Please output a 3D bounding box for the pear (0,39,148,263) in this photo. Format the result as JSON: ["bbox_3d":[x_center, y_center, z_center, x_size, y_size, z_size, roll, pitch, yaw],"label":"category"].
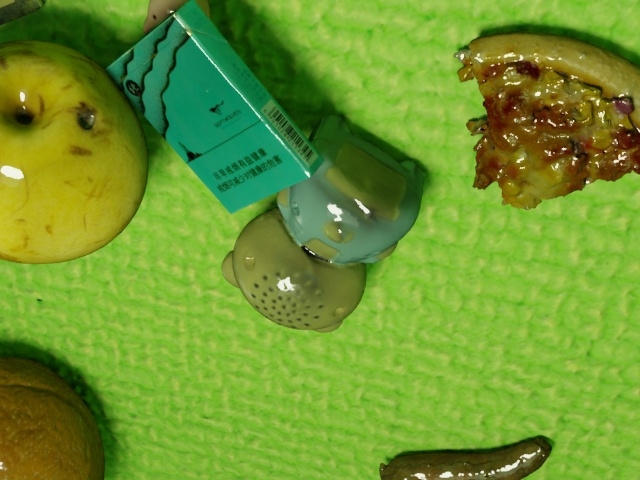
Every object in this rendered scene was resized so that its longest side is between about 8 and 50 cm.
[{"bbox_3d":[-0.334,-0.105,1.139,0.280,0.281,0.281,8,129,10],"label":"pear"}]

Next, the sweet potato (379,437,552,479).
[{"bbox_3d":[0.222,0.352,1.479,0.273,0.075,0.075,-13,123,22],"label":"sweet potato"}]

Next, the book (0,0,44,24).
[{"bbox_3d":[-0.462,-0.320,1.171,0.228,0.024,0.160,-12,121,24],"label":"book"}]

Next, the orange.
[{"bbox_3d":[-0.499,0.356,1.535,0.322,0.322,0.357,-5,137,19],"label":"orange"}]

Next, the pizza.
[{"bbox_3d":[0.265,-0.114,1.091,0.289,0.081,0.229,25,130,-6],"label":"pizza"}]

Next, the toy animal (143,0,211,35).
[{"bbox_3d":[-0.164,-0.236,1.125,0.083,0.089,0.150,0,127,-10],"label":"toy animal"}]

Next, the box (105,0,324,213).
[{"bbox_3d":[-0.121,-0.142,1.088,0.161,0.042,0.226,-22,114,47],"label":"box"}]

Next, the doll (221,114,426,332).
[{"bbox_3d":[0.000,0.000,1.205,0.177,0.161,0.261,30,127,-10],"label":"doll"}]
